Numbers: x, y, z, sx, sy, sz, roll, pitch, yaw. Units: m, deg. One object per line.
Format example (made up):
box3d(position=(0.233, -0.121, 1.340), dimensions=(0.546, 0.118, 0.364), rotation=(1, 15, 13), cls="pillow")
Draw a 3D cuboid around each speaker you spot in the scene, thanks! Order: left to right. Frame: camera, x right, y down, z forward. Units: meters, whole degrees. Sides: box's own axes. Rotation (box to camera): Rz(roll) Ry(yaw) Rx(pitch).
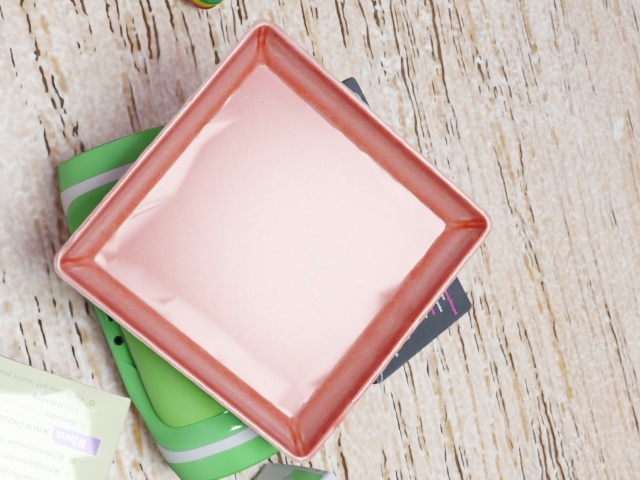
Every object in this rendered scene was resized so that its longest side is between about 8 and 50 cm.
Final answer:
box3d(position=(-0.126, 0.056, 0.878), dimensions=(0.131, 0.131, 0.296), rotation=(-23, 94, -32), cls="speaker")

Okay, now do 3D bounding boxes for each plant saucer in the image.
box3d(position=(-0.034, 0.002, 0.809), dimensions=(0.259, 0.048, 0.258), rotation=(40, 83, -11), cls="plant saucer")

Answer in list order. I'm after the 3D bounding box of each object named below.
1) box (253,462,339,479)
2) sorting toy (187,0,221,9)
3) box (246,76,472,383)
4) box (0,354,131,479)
box3d(position=(-0.034, 0.372, 0.884), dimensions=(0.262, 0.127, 0.231), rotation=(-45, 107, -28), cls="box")
box3d(position=(-0.115, -0.370, 1.003), dimensions=(0.132, 0.046, 0.274), rotation=(29, 68, -24), cls="sorting toy")
box3d(position=(0.000, 0.000, 0.943), dimensions=(0.142, 0.163, 0.247), rotation=(-32, 98, -34), cls="box")
box3d(position=(-0.294, 0.203, 0.755), dimensions=(0.213, 0.117, 0.243), rotation=(24, 69, -26), cls="box")
